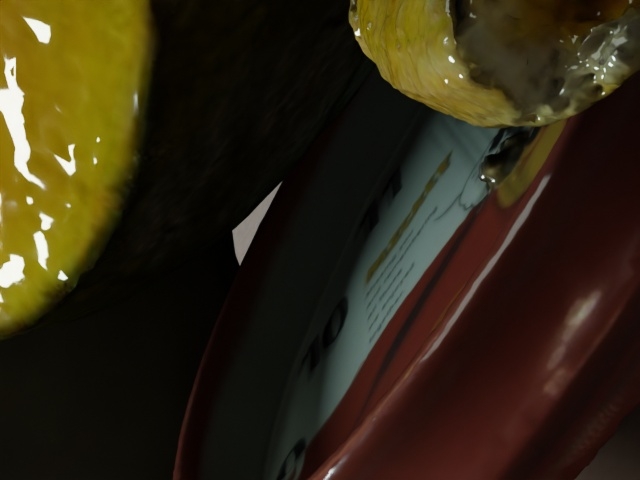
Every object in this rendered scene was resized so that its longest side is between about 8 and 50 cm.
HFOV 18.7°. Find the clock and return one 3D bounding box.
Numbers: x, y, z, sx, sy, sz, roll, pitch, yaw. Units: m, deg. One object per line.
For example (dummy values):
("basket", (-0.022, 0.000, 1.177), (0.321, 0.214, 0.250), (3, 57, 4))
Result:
("clock", (0.061, -0.020, 0.577), (0.318, 0.080, 0.318), (-57, 12, 19))

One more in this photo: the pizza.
("pizza", (0.065, -0.118, 0.431), (0.194, 0.069, 0.154), (-59, 11, 12))

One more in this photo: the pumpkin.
("pumpkin", (-0.089, -0.119, 0.600), (0.225, 0.256, 0.303), (-58, -24, -43))

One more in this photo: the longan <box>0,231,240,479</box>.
("longan", (-0.225, 0.062, 0.874), (0.404, 0.436, 0.404), (-36, 3, 2))
